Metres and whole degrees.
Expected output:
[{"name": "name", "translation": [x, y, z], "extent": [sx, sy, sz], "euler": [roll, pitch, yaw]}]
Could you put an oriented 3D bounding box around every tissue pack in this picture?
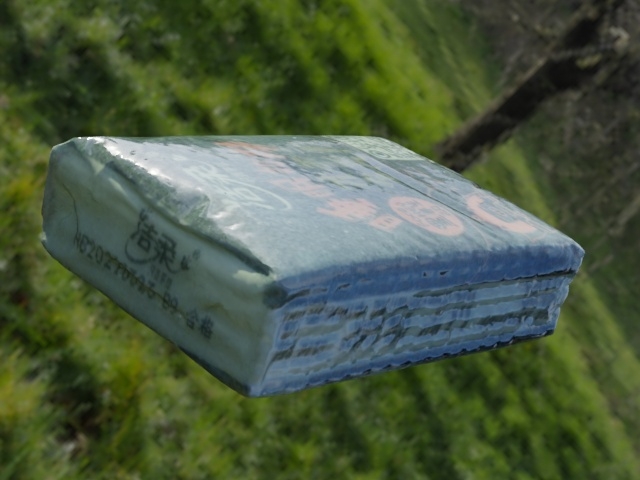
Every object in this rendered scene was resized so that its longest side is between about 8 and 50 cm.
[{"name": "tissue pack", "translation": [0.000, 0.000, 0.992], "extent": [0.316, 0.103, 0.228], "euler": [-5, 27, -46]}]
